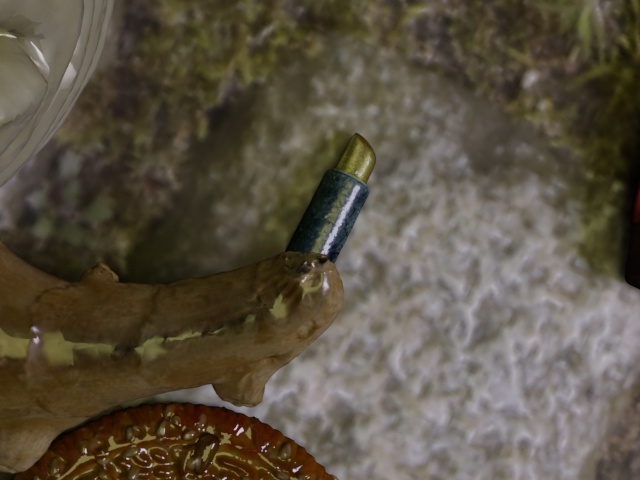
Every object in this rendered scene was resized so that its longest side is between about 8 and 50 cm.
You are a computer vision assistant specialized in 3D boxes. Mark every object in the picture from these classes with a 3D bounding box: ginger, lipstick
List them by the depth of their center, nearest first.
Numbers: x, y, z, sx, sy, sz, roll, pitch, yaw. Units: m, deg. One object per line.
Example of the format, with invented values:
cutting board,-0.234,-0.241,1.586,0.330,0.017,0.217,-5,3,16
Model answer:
ginger,-0.156,0.047,0.612,0.333,0.081,0.148,-3,92,-6
lipstick,0.000,0.000,0.668,0.037,0.037,0.116,29,83,-11

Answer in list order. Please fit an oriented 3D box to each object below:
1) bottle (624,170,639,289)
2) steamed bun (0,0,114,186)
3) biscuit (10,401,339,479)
bottle,0.198,-0.050,0.692,0.060,0.060,0.164,14,90,-11
steamed bun,-0.207,-0.074,0.475,0.276,0.289,0.203,-22,82,0
biscuit,-0.069,0.143,0.664,0.206,0.025,0.126,8,91,-11
